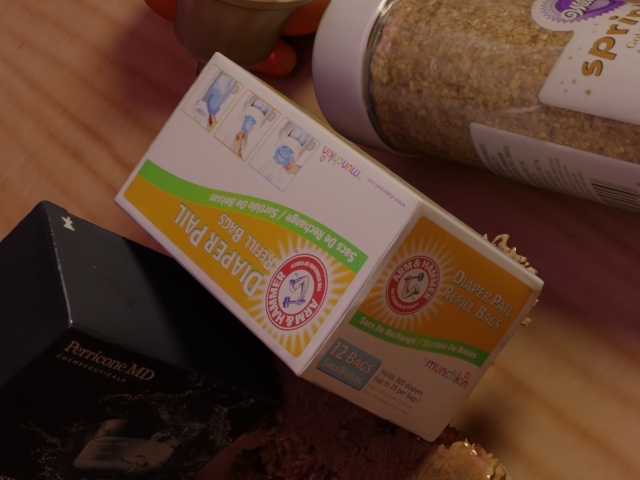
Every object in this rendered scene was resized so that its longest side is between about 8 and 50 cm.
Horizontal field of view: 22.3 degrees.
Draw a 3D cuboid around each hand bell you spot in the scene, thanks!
[{"bbox_3d":[-0.074,-0.105,1.092,0.242,0.126,0.126,109,150,-43],"label":"hand bell"}]

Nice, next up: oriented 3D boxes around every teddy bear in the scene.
[{"bbox_3d":[0.025,0.088,0.948,0.338,0.113,0.245,36,96,47],"label":"teddy bear"}]

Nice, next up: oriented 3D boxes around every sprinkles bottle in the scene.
[{"bbox_3d":[0.157,-0.081,0.933,0.355,0.121,0.121,18,78,43],"label":"sprinkles bottle"}]

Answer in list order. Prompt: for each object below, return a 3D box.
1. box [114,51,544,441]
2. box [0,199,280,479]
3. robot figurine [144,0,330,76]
[{"bbox_3d":[0.000,0.000,0.857,0.103,0.114,0.203,-55,44,4],"label":"box"},{"bbox_3d":[-0.137,0.080,0.912,0.158,0.156,0.093,-41,46,24],"label":"box"},{"bbox_3d":[-0.053,-0.215,1.168,0.219,0.128,0.158,12,75,42],"label":"robot figurine"}]
